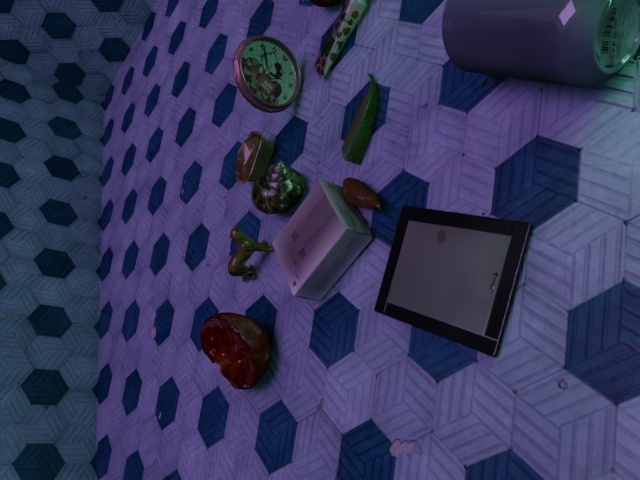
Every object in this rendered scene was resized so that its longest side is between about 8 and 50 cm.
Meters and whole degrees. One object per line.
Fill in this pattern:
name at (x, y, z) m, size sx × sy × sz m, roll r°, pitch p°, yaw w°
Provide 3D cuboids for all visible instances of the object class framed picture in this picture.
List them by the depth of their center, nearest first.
framed picture at (0.261, 0.068, 1.172) m, size 0.347 × 0.016 × 0.264 m, roll 13°, pitch 87°, yaw 54°

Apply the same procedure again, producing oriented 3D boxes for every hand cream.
hand cream at (0.058, -0.616, 1.657) m, size 0.276 × 0.059 × 0.095 m, roll -56°, pitch 38°, yaw 28°

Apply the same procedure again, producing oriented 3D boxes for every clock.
clock at (-0.166, -0.522, 1.749) m, size 0.056 × 0.245 × 0.244 m, roll -7°, pitch 72°, yaw 53°

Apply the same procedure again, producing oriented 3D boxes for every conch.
conch at (-0.133, -0.159, 1.673) m, size 0.181 × 0.124 × 0.187 m, roll -50°, pitch 35°, yaw 24°

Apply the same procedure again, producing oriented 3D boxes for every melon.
melon at (0.111, -0.328, 1.504) m, size 0.114 × 0.053 × 0.261 m, roll 3°, pitch 75°, yaw 71°

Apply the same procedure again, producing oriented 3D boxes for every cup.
cup at (0.400, -0.392, 1.013) m, size 0.312 × 0.206 × 0.205 m, roll 35°, pitch 105°, yaw 50°

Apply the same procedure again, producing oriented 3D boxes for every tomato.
tomato at (-0.228, 0.300, 1.612) m, size 0.233 × 0.140 × 0.200 m, roll 53°, pitch 133°, yaw 7°

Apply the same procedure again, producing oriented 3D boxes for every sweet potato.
sweet potato at (0.103, -0.112, 1.400) m, size 0.068 × 0.060 × 0.206 m, roll -39°, pitch 32°, yaw -8°

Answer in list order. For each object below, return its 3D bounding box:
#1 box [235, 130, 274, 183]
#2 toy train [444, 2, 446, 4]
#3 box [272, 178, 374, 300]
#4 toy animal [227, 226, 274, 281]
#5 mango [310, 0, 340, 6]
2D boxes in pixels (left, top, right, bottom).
box at (-0.226, -0.272, 1.849) m, size 0.111 × 0.111 × 0.177 m, roll 25°, pitch 97°, yaw 53°
toy train at (0.347, -0.573, 1.272) m, size 0.138 × 0.050 × 0.086 m, roll -39°, pitch 52°, yaw 37°
box at (0.000, 0.000, 1.463) m, size 0.251 × 0.106 × 0.203 m, roll -52°, pitch 43°, yaw 28°
toy animal at (-0.243, 0.052, 1.722) m, size 0.181 × 0.136 × 0.073 m, roll -58°, pitch 40°, yaw 21°
mango at (0.010, -0.801, 1.740) m, size 0.267 × 0.111 × 0.133 m, roll 52°, pitch 129°, yaw 53°
